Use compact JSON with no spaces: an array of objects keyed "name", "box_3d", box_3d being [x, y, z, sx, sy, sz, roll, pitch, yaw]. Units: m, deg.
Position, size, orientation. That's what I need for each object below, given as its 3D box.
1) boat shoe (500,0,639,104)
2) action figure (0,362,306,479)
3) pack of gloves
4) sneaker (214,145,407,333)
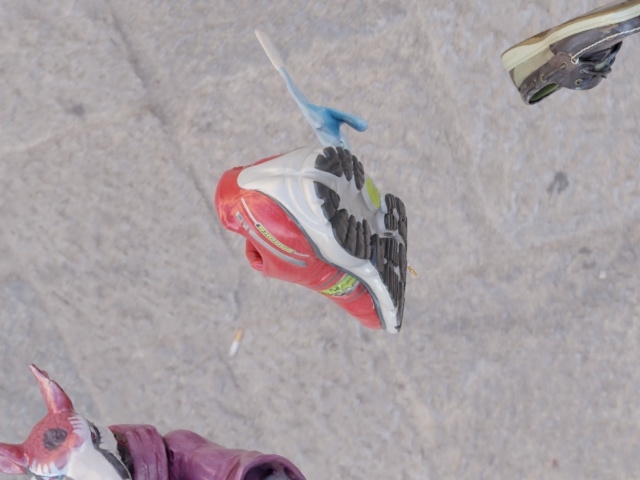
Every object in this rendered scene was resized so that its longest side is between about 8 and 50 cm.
[{"name":"boat shoe","box_3d":[0.178,-0.127,0.689,0.056,0.152,0.049,-22,94,-16]},{"name":"action figure","box_3d":[-0.065,0.207,0.612,0.248,0.276,0.370,-30,110,2]},{"name":"pack of gloves","box_3d":[0.028,-0.098,0.983,0.046,0.232,0.195,-34,127,6]},{"name":"sneaker","box_3d":[0.000,0.000,0.826,0.118,0.107,0.279,-4,155,20]}]
